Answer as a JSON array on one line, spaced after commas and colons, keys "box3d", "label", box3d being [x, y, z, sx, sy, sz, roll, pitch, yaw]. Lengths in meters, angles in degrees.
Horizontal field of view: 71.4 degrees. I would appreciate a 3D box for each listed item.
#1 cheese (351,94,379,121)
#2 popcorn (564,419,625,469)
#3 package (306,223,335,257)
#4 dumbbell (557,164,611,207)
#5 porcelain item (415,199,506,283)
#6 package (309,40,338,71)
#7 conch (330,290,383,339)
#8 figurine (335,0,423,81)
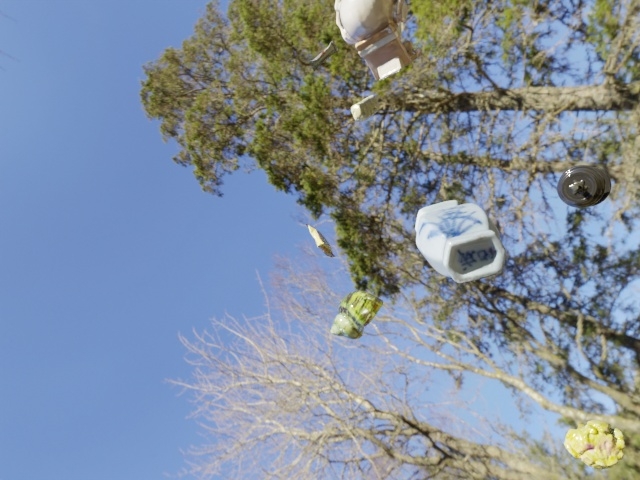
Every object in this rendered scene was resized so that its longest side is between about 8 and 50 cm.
[{"box3d": [0.154, -0.441, 1.490, 0.065, 0.043, 0.194, 60, -148, -11], "label": "cheese"}, {"box3d": [0.600, 0.448, 0.976, 0.109, 0.097, 0.089, -12, -31, 7], "label": "popcorn"}, {"box3d": [0.001, 0.002, 1.579, 0.031, 0.120, 0.108, -37, -37, 9], "label": "package"}, {"box3d": [0.614, -0.126, 1.037, 0.208, 0.099, 0.099, -10, -69, -49], "label": "dumbbell"}, {"box3d": [0.432, -0.005, 1.415, 0.243, 0.405, 0.178, -15, -73, 5], "label": "porcelain item"}, {"box3d": [0.011, -0.584, 1.411, 0.110, 0.015, 0.037, -44, -57, -8], "label": "package"}, {"box3d": [0.120, 0.262, 1.556, 0.124, 0.187, 0.181, 27, -100, -6], "label": "conch"}, {"box3d": [0.125, -0.481, 0.987, 0.237, 0.162, 0.141, 52, -135, -22], "label": "figurine"}]
